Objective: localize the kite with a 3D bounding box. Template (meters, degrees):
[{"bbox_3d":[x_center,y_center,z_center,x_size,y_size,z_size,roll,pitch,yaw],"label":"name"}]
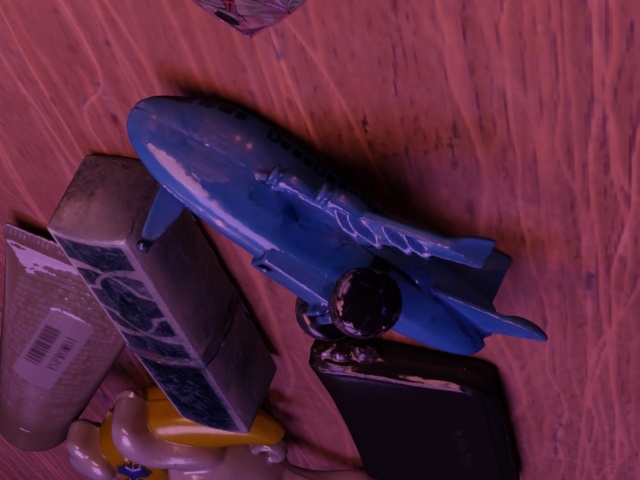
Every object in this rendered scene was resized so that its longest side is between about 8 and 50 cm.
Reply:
[{"bbox_3d":[-0.055,-0.150,0.683,0.137,0.005,0.152,12,151,19],"label":"kite"}]

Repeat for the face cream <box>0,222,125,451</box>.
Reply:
[{"bbox_3d":[-0.235,0.093,1.209,0.137,0.084,0.341,23,146,-5],"label":"face cream"}]

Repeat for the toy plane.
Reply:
[{"bbox_3d":[0.000,0.000,0.821,0.271,0.105,0.254,24,168,-12],"label":"toy plane"}]

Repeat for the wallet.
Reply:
[{"bbox_3d":[0.083,0.149,1.096,0.149,0.044,0.250,9,151,18],"label":"wallet"}]

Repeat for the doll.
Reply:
[{"bbox_3d":[-0.106,0.214,1.276,0.237,0.111,0.252,-25,128,33],"label":"doll"}]

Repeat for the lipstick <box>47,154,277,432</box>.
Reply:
[{"bbox_3d":[-0.111,0.046,1.014,0.078,0.076,0.289,12,150,24],"label":"lipstick"}]
